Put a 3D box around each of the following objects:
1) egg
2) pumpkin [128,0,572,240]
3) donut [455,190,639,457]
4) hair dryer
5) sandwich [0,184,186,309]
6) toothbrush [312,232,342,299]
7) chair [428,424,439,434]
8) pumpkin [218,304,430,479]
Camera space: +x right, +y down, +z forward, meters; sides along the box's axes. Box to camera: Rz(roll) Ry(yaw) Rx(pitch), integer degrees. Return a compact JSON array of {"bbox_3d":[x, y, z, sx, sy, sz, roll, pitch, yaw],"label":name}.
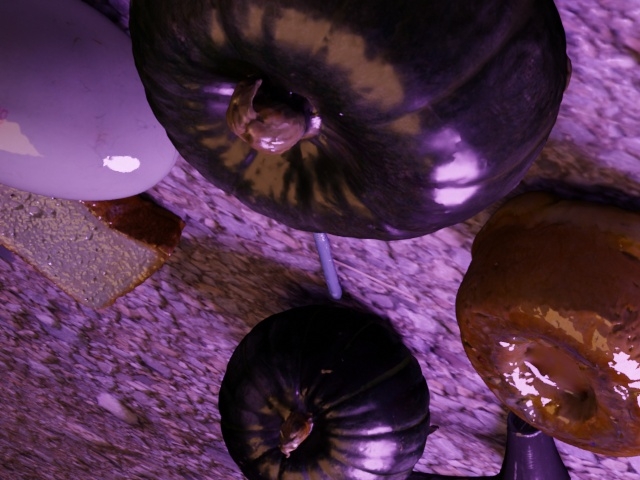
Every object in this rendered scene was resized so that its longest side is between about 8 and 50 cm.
[{"bbox_3d":[-0.249,-0.132,1.121,0.264,0.183,0.183,27,155,-8],"label":"egg"},{"bbox_3d":[0.013,-0.123,0.829,0.300,0.207,0.300,19,144,14],"label":"pumpkin"},{"bbox_3d":[0.220,0.076,1.060,0.208,0.128,0.261,9,145,39],"label":"donut"},{"bbox_3d":[0.159,0.277,1.456,0.271,0.091,0.235,-3,136,12],"label":"hair dryer"},{"bbox_3d":[-0.287,-0.025,1.438,0.214,0.065,0.186,40,132,-18],"label":"sandwich"},{"bbox_3d":[0.000,0.000,1.280,0.016,0.019,0.219,15,151,20],"label":"toothbrush"},{"bbox_3d":[0.063,0.268,1.607,0.104,0.095,0.221,40,156,8],"label":"chair"},{"bbox_3d":[0.000,0.194,1.397,0.250,0.250,0.216,25,-164,12],"label":"pumpkin"}]
